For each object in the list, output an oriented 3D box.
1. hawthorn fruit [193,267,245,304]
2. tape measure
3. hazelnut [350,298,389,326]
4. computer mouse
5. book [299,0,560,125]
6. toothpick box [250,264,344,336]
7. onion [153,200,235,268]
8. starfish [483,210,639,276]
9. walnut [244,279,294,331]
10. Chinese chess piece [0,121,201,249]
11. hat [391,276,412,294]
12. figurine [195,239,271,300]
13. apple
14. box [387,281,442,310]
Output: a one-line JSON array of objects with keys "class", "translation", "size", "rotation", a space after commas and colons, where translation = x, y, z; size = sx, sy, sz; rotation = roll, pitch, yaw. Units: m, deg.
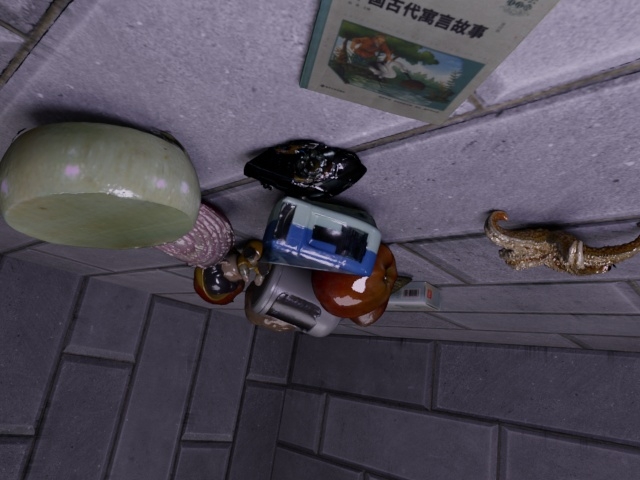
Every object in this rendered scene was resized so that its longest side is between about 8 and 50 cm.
[{"class": "hawthorn fruit", "translation": [-0.388, 0.131, 1.697], "size": [0.181, 0.181, 0.235], "rotation": [0, 147, 29]}, {"class": "tape measure", "translation": [-0.002, -0.002, 1.009], "size": [0.262, 0.138, 0.259], "rotation": [9, 177, -11]}, {"class": "hazelnut", "translation": [0.126, 0.162, 1.425], "size": [0.208, 0.208, 0.208], "rotation": [8, 163, 3]}, {"class": "computer mouse", "translation": [-0.032, -0.116, 0.832], "size": [0.241, 0.078, 0.146], "rotation": [2, 160, 24]}, {"class": "book", "translation": [0.097, -0.223, 0.506], "size": [0.214, 0.025, 0.283], "rotation": [12, 164, -7]}, {"class": "toothpick box", "translation": [-0.051, 0.189, 1.550], "size": [0.316, 0.229, 0.229], "rotation": [26, 159, -16]}, {"class": "onion", "translation": [-0.335, -0.053, 1.169], "size": [0.250, 0.111, 0.247], "rotation": [27, 135, -19]}, {"class": "starfish", "translation": [0.494, 0.014, 0.930], "size": [0.303, 0.113, 0.312], "rotation": [4, 171, 26]}, {"class": "walnut", "translation": [-0.152, 0.230, 1.754], "size": [0.273, 0.227, 0.273], "rotation": [11, 166, 3]}, {"class": "Chinese chess piece", "translation": [-0.408, -0.093, 0.881], "size": [0.349, 0.147, 0.349], "rotation": [-5, 164, -1]}, {"class": "hat", "translation": [0.233, 0.141, 1.559], "size": [0.146, 0.067, 0.146], "rotation": [-31, 176, -3]}, {"class": "figurine", "translation": [-0.272, 0.079, 1.452], "size": [0.256, 0.167, 0.192], "rotation": [-22, 148, 17]}, {"class": "apple", "translation": [0.083, 0.094, 1.216], "size": [0.233, 0.234, 0.234], "rotation": [8, 163, 3]}, {"class": "box", "translation": [0.297, 0.207, 1.693], "size": [0.269, 0.079, 0.135], "rotation": [-6, 157, 40]}]
